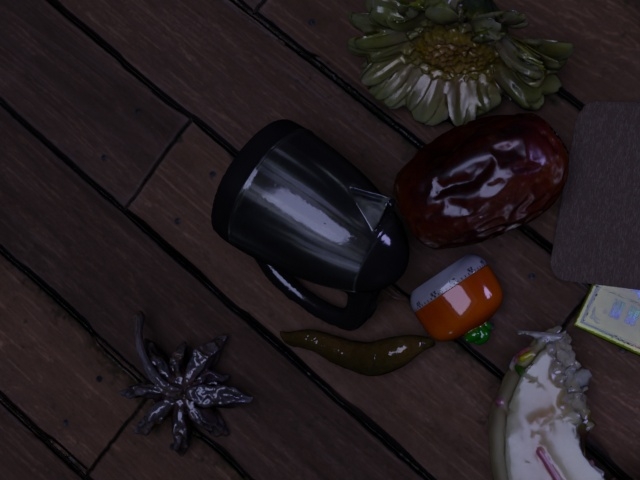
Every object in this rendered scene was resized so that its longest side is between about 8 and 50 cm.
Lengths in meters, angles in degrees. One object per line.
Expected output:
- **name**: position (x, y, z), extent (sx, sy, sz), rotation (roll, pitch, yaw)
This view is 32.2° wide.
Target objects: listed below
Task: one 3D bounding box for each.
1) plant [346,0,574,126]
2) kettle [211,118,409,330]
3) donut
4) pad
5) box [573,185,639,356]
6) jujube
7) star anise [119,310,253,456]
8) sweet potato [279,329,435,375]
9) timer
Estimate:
- **plant**: position (0.182, -0.291, 1.607), extent (0.306, 0.297, 0.261), rotation (18, 125, -26)
- **kettle**: position (-0.002, -0.007, 1.604), extent (0.271, 0.207, 0.250), rotation (32, 100, 19)
- **donut**: position (0.409, 0.305, 1.524), extent (0.371, 0.150, 0.307), rotation (19, 94, 15)
- **pad**: position (0.419, -0.067, 1.552), extent (0.176, 0.002, 0.266), rotation (7, 83, 40)
- **box**: position (0.465, 0.050, 1.559), extent (0.141, 0.064, 0.220), rotation (24, 93, 14)
- **jujube**: position (0.231, -0.082, 1.565), extent (0.243, 0.183, 0.183), rotation (-31, 81, 10)
- **star anise**: position (-0.225, 0.223, 1.730), extent (0.231, 0.089, 0.209), rotation (31, 89, 2)
- **sweet potato**: position (0.051, 0.170, 1.670), extent (0.250, 0.059, 0.069), rotation (2, 114, 28)
- **timer**: position (0.206, 0.096, 1.614), extent (0.136, 0.099, 0.136), rotation (4, 103, 17)
